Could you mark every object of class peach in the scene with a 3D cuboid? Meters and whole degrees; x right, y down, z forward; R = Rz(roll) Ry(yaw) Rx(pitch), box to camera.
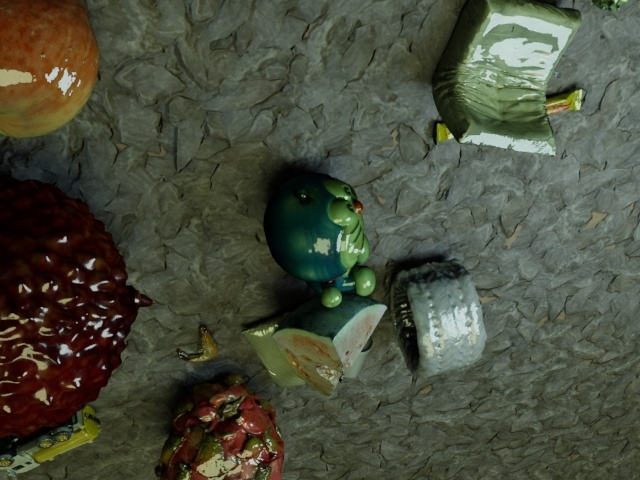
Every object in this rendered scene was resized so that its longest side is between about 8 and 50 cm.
[{"bbox_3d":[-0.414,-0.264,1.086,0.232,0.232,0.232,-9,134,-9],"label":"peach"}]

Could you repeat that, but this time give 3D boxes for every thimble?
[{"bbox_3d":[0.251,0.166,1.670,0.157,0.217,0.245,-15,118,-9],"label":"thimble"}]

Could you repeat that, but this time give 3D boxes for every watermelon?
[{"bbox_3d":[0.011,0.181,1.614,0.175,0.188,0.322,32,150,4],"label":"watermelon"}]

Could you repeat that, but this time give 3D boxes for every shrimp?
[{"bbox_3d":[-0.269,0.228,1.687,0.091,0.025,0.127,-7,136,-9],"label":"shrimp"}]

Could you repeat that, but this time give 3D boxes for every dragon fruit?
[{"bbox_3d":[-0.214,0.439,1.766,0.314,0.296,0.263,1,97,-14],"label":"dragon fruit"}]

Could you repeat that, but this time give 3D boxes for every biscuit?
[{"bbox_3d":[0.351,-0.234,1.453,0.292,0.026,0.048,-14,141,-4],"label":"biscuit"}]

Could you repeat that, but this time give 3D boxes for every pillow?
[{"bbox_3d":[-0.069,0.249,1.750,0.148,0.050,0.230,-23,128,1],"label":"pillow"}]

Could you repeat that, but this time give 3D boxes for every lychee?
[{"bbox_3d":[-0.491,0.102,1.234,0.500,0.424,0.425,-7,139,-46],"label":"lychee"}]

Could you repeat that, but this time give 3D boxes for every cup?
[{"bbox_3d":[0.061,0.256,1.796,0.104,0.074,0.116,16,134,0],"label":"cup"}]

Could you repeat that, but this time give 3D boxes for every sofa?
[{"bbox_3d":[0.321,-0.280,1.293,0.210,0.176,0.225,6,130,-22],"label":"sofa"}]

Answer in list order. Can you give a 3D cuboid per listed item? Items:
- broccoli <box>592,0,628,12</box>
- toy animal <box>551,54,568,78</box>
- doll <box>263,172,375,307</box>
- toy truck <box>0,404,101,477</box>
[{"bbox_3d":[0.352,-0.458,1.182,0.304,0.165,0.145,12,160,-10],"label":"broccoli"},{"bbox_3d":[0.411,-0.304,1.403,0.050,0.028,0.084,3,130,-31],"label":"toy animal"},{"bbox_3d":[0.000,-0.001,1.443,0.186,0.198,0.322,-13,142,5],"label":"doll"},{"bbox_3d":[-0.614,0.441,1.728,0.227,0.098,0.114,-25,140,4],"label":"toy truck"}]
